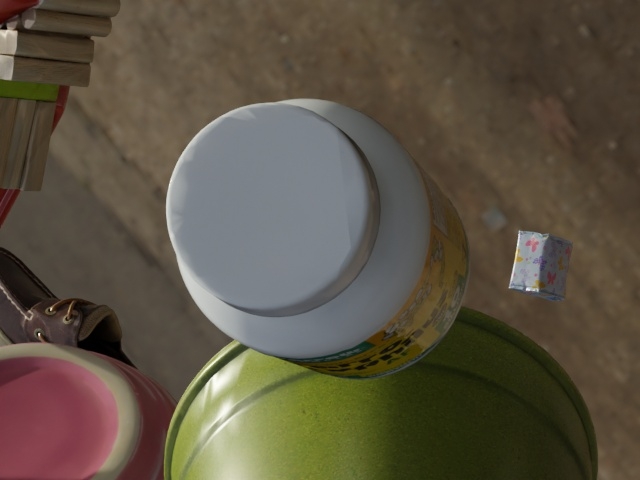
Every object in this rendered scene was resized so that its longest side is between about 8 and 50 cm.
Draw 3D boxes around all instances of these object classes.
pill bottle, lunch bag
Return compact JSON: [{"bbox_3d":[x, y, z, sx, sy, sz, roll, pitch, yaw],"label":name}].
[{"bbox_3d":[0.000,0.000,0.860,0.117,0.117,0.208,50,-177,14],"label":"pill bottle"},{"bbox_3d":[0.255,0.030,2.114,0.053,0.071,0.083,7,176,38],"label":"lunch bag"}]

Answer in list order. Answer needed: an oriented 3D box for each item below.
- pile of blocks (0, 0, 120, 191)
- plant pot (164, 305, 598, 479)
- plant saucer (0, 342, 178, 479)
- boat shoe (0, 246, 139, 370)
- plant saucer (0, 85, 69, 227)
[{"bbox_3d":[-0.259,-0.199,1.591,0.149,0.112,0.362,52,123,32],"label":"pile of blocks"},{"bbox_3d":[0.051,0.293,1.421,0.353,0.366,0.366,-90,-23,-56],"label":"plant pot"},{"bbox_3d":[-0.283,0.210,1.731,0.332,0.332,0.084,41,151,41],"label":"plant saucer"},{"bbox_3d":[-0.277,0.118,2.140,0.342,0.123,0.123,49,-159,21],"label":"boat shoe"},{"bbox_3d":[-0.385,-0.074,1.876,0.048,0.259,0.258,40,-161,30],"label":"plant saucer"}]
